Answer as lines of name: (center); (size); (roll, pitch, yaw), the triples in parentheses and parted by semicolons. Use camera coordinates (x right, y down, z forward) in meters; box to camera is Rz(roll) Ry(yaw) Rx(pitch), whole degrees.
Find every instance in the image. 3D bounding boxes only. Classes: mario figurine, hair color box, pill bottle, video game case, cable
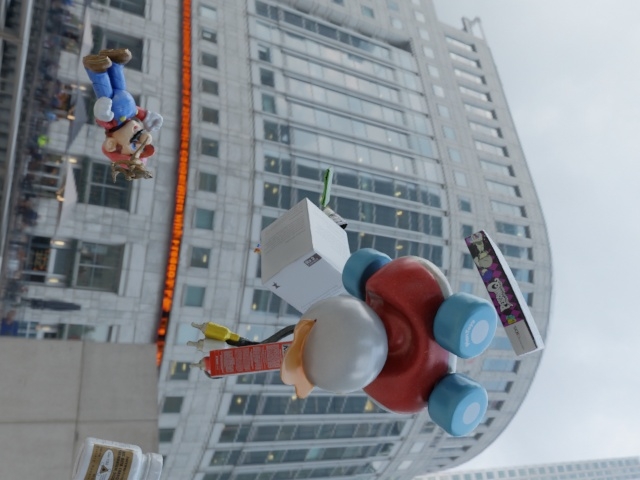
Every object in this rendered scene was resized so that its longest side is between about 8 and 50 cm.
mario figurine: (-0.509, -0.339, 1.500); (0.170, 0.198, 0.321); (37, -39, 45)
hair color box: (-0.115, 0.224, 1.061); (0.093, 0.167, 0.054); (49, 35, -73)
pill bottle: (-0.589, 0.660, 1.637); (0.131, 0.229, 0.131); (-47, -148, 43)
video game case: (0.334, 0.100, 1.003); (0.041, 0.232, 0.210); (-26, -108, 18)
cable: (-0.161, 0.257, 1.292); (0.072, 0.287, 0.140); (-162, -105, -81)

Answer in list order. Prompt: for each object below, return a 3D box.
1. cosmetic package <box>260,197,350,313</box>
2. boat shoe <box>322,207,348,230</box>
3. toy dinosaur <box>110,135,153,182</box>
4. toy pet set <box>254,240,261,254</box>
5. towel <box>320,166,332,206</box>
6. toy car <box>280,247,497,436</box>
cosmetic package: (-0.033, 0.037, 1.279); (0.151, 0.151, 0.184); (-35, -144, 23)
boat shoe: (0.000, 0.000, 1.702); (0.285, 0.092, 0.103); (-52, 156, -49)
toy dinosaur: (-0.466, -0.187, 1.404); (0.211, 0.112, 0.064); (-128, -147, -49)
toy pet set: (-0.208, 0.028, 2.185); (0.122, 0.065, 0.114); (-57, -178, -42)
towel: (0.017, -0.161, 1.652); (0.152, 0.023, 0.113); (-60, 158, -80)
toy car: (0.048, 0.139, 0.688); (0.219, 0.237, 0.211); (27, -56, 51)
